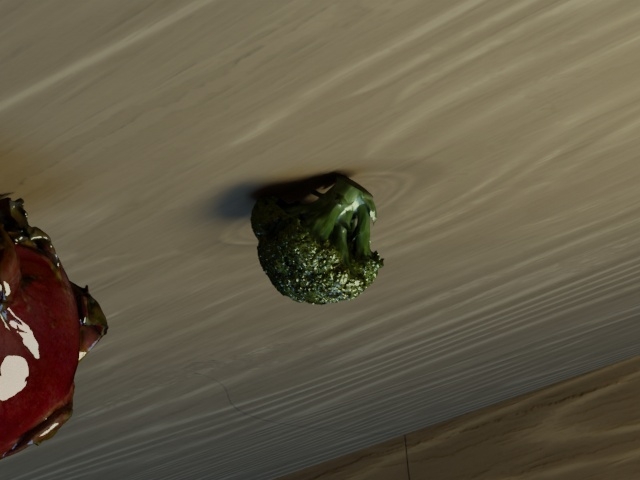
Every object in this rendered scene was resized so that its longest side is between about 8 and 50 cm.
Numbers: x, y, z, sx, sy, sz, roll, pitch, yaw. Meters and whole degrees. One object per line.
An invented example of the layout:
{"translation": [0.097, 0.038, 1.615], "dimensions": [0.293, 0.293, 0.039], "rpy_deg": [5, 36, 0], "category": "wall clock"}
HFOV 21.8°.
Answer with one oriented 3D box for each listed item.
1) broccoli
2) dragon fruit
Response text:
{"translation": [0.000, 0.000, 1.495], "dimensions": [0.131, 0.130, 0.120], "rpy_deg": [26, 103, -25], "category": "broccoli"}
{"translation": [-0.298, 0.077, 1.310], "dimensions": [0.250, 0.250, 0.315], "rpy_deg": [3, 145, -45], "category": "dragon fruit"}
